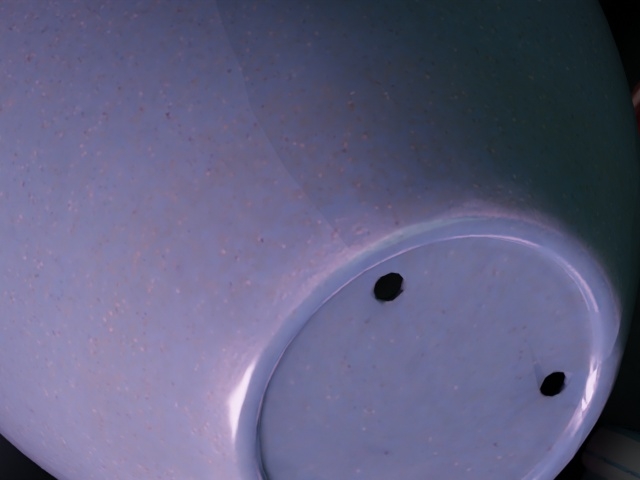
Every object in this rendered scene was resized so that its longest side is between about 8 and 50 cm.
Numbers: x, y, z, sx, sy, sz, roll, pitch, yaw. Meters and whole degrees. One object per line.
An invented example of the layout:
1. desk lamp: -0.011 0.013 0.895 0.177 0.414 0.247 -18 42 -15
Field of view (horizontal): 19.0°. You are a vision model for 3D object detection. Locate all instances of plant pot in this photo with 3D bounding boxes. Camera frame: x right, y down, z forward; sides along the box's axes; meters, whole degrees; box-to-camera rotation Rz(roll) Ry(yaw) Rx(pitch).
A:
1. plant pot: 0.000 0.000 0.671 0.290 0.195 0.290 -12 125 -19

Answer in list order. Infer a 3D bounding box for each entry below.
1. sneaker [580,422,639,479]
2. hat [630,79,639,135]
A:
1. sneaker: 0.201 0.240 0.967 0.319 0.127 0.208 39 80 -34
2. hat: 0.165 -0.102 0.820 0.183 0.173 0.209 -5 85 -10
